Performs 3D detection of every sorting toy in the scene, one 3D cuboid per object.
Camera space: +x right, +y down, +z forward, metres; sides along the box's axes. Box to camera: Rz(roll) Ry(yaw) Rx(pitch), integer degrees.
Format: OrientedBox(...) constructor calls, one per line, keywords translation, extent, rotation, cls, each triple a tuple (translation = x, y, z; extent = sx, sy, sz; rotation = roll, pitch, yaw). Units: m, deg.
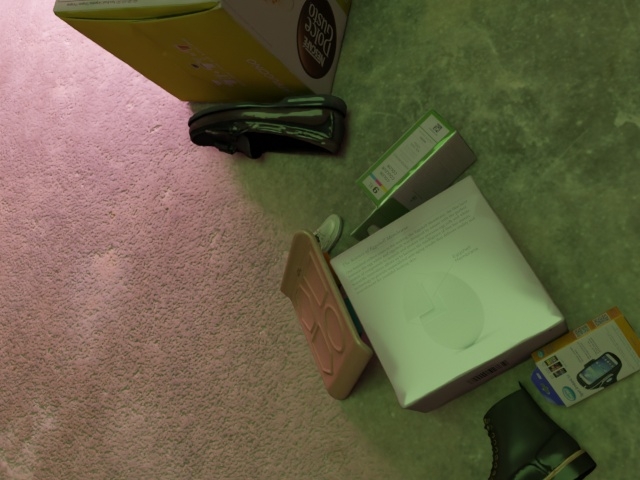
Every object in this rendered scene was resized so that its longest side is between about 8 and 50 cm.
OrientedBox(translation=(0.008, 0.110, 0.977), extent=(0.038, 0.193, 0.208), rotation=(-18, 63, -22), cls="sorting toy")

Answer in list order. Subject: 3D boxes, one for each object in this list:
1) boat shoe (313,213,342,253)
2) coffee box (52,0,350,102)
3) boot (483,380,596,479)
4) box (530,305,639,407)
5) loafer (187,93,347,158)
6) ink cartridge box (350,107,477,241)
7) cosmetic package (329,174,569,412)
OrientedBox(translation=(0.000, 0.000, 1.077), extent=(0.035, 0.035, 0.100), rotation=(33, 93, 31), cls="boat shoe")
OrientedBox(translation=(-0.167, -0.445, 1.121), extent=(0.338, 0.338, 0.334), rotation=(8, 80, 29), cls="coffee box")
OrientedBox(translation=(0.227, 0.290, 0.858), extent=(0.198, 0.077, 0.137), rotation=(-35, 57, 0), cls="boot")
OrientedBox(translation=(0.331, 0.150, 0.836), extent=(0.136, 0.028, 0.081), rotation=(-33, 105, 17), cls="box")
OrientedBox(translation=(-0.101, -0.182, 1.148), extent=(0.303, 0.109, 0.095), rotation=(-3, 78, 24), cls="loafer")
OrientedBox(translation=(0.124, -0.085, 0.994), extent=(0.209, 0.109, 0.062), rotation=(-45, 60, 10), cls="ink cartridge box")
OrientedBox(translation=(0.171, 0.077, 0.897), extent=(0.224, 0.138, 0.224), rotation=(-31, 65, 11), cls="cosmetic package")
